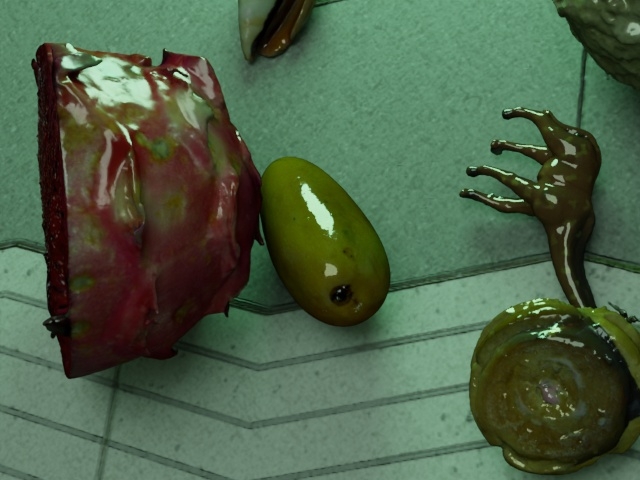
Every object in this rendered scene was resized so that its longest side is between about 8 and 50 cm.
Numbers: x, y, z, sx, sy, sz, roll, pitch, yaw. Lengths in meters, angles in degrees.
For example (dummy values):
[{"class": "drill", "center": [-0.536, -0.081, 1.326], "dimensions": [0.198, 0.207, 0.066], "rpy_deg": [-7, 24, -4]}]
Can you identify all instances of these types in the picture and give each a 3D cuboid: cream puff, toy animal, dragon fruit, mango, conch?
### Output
[{"class": "cream puff", "center": [0.240, 0.136, 1.586], "dimensions": [0.189, 0.129, 0.189], "rpy_deg": [3, 103, 12]}, {"class": "toy animal", "center": [0.246, -0.013, 1.697], "dimensions": [0.230, 0.066, 0.224], "rpy_deg": [30, 83, 23]}, {"class": "dragon fruit", "center": [-0.189, -0.044, 1.695], "dimensions": [0.249, 0.386, 0.371], "rpy_deg": [-5, 49, -14]}, {"class": "mango", "center": [0.000, 0.000, 1.732], "dimensions": [0.113, 0.138, 0.253], "rpy_deg": [-42, 43, 13]}, {"class": "conch", "center": [-0.054, -0.305, 1.908], "dimensions": [0.104, 0.094, 0.176], "rpy_deg": [15, 72, -19]}]

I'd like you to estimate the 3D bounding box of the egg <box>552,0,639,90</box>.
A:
[{"class": "egg", "center": [0.366, -0.302, 1.681], "dimensions": [0.279, 0.279, 0.310], "rpy_deg": [-10, 68, 13]}]
